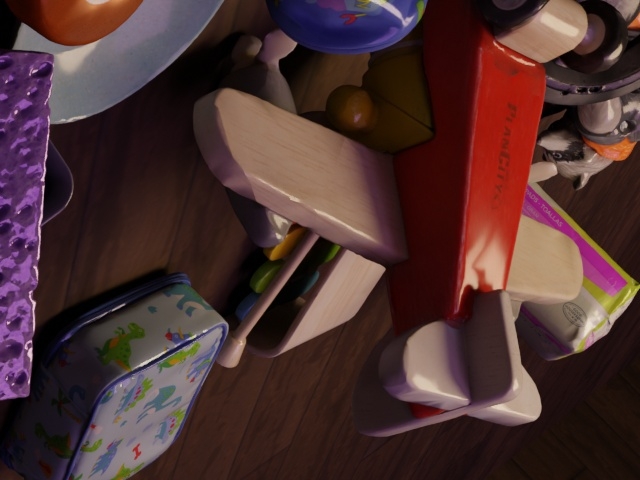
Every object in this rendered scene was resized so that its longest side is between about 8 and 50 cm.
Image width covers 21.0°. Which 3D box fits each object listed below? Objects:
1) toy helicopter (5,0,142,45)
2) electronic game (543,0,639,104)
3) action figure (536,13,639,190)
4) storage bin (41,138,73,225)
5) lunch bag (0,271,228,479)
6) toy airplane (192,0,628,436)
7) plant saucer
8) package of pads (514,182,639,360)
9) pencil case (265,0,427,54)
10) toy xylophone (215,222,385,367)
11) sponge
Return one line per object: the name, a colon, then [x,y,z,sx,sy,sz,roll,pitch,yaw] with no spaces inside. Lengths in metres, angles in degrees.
toy helicopter: [-0.121,-0.274,0.765,0.355,0.140,0.235,-57,152,5]
electronic game: [0.249,-0.224,1.557,0.229,0.048,0.229,-7,125,-10]
action figure: [0.283,-0.187,1.699,0.341,0.178,0.330,-29,147,-43]
storage bin: [-0.237,-0.029,1.061,0.135,0.098,0.091,-38,-166,-21]
lunch bag: [-0.180,0.135,1.531,0.176,0.090,0.219,-27,155,-41]
toy airplane: [0.068,-0.032,1.374,0.384,0.272,0.386,-45,127,-39]
plant saucer: [-0.128,-0.157,1.084,0.195,0.037,0.195,-39,162,-15]
package of pads: [0.211,0.017,1.801,0.101,0.229,0.296,-45,175,-3]
pencil case: [0.041,-0.249,1.104,0.133,0.119,0.306,-5,151,-13]
toy xylophone: [0.000,0.000,1.633,0.236,0.081,0.323,-17,148,-55]
sponge: [-0.218,-0.009,0.991,0.117,0.031,0.210,-1,103,-32]
